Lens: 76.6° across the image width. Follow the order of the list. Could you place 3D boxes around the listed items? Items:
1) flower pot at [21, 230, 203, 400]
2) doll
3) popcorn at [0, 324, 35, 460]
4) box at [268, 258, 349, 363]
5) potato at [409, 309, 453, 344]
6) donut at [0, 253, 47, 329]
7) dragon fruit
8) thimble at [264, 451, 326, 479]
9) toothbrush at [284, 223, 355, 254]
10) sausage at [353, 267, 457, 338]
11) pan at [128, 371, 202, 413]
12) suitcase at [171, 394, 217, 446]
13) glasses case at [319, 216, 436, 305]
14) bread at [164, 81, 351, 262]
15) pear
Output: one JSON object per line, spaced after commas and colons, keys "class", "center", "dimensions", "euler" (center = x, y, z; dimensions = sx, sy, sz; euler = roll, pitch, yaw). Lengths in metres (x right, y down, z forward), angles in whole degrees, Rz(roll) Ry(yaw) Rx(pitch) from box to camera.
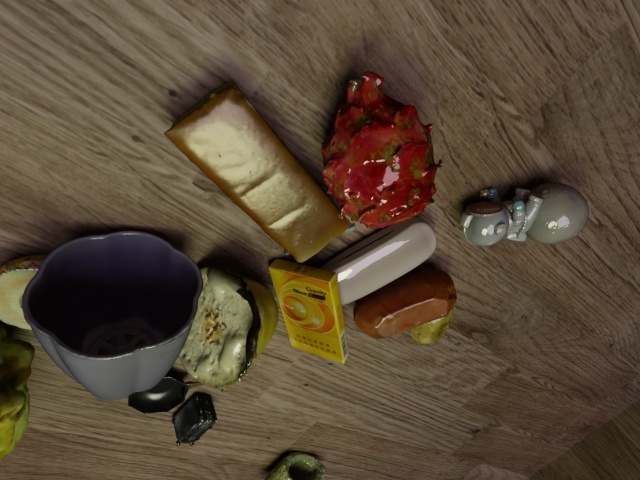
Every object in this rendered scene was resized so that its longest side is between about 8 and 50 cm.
{"class": "flower pot", "center": [-0.357, 0.157, 0.734], "dimensions": [0.265, 0.265, 0.243], "euler": [3, 132, -20]}
{"class": "doll", "center": [0.453, -0.051, 0.928], "dimensions": [0.288, 0.151, 0.150], "euler": [-8, 125, -8]}
{"class": "popcorn", "center": [-0.662, 0.296, 0.712], "dimensions": [0.313, 0.312, 0.312], "euler": [-9, 125, -13]}
{"class": "box", "center": [-0.021, 0.165, 0.925], "dimensions": [0.153, 0.043, 0.269], "euler": [11, 131, 25]}
{"class": "potato", "center": [0.300, 0.209, 1.090], "dimensions": [0.107, 0.080, 0.170], "euler": [13, 120, -12]}
{"class": "donut", "center": [-0.540, 0.087, 0.737], "dimensions": [0.108, 0.065, 0.166], "euler": [20, 116, -28]}
{"class": "dragon fruit", "center": [0.097, -0.151, 0.710], "dimensions": [0.205, 0.210, 0.267], "euler": [-13, 108, 11]}
{"class": "thimble", "center": [-0.084, 0.788, 1.326], "dimensions": [0.191, 0.137, 0.143], "euler": [17, 115, -44]}
{"class": "toothbrush", "center": [0.000, 0.000, 0.889], "dimensions": [0.167, 0.011, 0.014], "euler": [-21, 133, -4]}
{"class": "sausage", "center": [0.205, 0.152, 0.989], "dimensions": [0.259, 0.133, 0.133], "euler": [-23, 127, 2]}
{"class": "pan", "center": [-0.360, 0.365, 0.997], "dimensions": [0.202, 0.048, 0.128], "euler": [6, 122, -20]}
{"class": "suitcase", "center": [-0.328, 0.467, 1.055], "dimensions": [0.126, 0.086, 0.059], "euler": [-45, 140, 14]}
{"class": "glasses case", "center": [0.124, 0.051, 0.924], "dimensions": [0.297, 0.075, 0.113], "euler": [-30, 125, 2]}
{"class": "bread", "center": [-0.096, -0.111, 0.740], "dimensions": [0.138, 0.077, 0.361], "euler": [-36, 127, 9]}
{"class": "pear", "center": [-0.173, 0.166, 0.856], "dimensions": [0.178, 0.267, 0.266], "euler": [-6, 132, -54]}
